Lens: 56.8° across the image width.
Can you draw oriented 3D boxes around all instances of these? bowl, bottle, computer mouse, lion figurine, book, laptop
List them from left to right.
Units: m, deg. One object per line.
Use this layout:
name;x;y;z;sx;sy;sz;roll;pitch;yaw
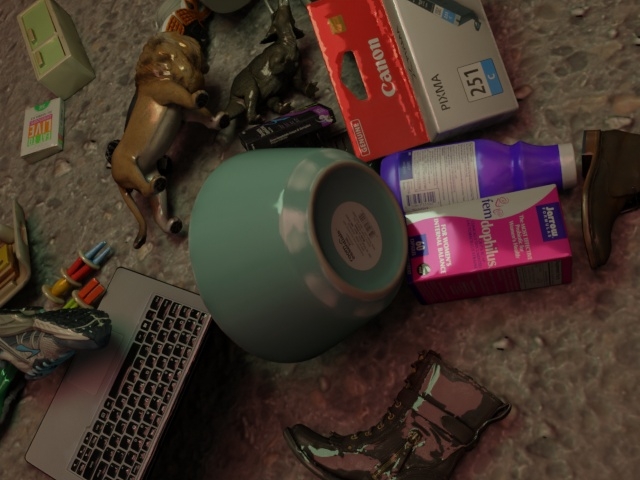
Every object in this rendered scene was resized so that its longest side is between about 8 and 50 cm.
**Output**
book;-0.646;-0.259;1.386;0.096;0.035;0.144;-18;61;11
laptop;-0.324;0.228;0.919;0.407;0.236;0.382;15;74;27
lion figurine;-0.311;-0.200;1.110;0.240;0.142;0.392;30;90;31
computer mouse;-0.345;-0.273;1.238;0.188;0.072;0.272;18;76;29
bowl;0.000;0.000;0.793;0.163;0.311;0.312;-19;58;46
bottle;0.236;-0.094;0.902;0.282;0.092;0.118;-7;77;20

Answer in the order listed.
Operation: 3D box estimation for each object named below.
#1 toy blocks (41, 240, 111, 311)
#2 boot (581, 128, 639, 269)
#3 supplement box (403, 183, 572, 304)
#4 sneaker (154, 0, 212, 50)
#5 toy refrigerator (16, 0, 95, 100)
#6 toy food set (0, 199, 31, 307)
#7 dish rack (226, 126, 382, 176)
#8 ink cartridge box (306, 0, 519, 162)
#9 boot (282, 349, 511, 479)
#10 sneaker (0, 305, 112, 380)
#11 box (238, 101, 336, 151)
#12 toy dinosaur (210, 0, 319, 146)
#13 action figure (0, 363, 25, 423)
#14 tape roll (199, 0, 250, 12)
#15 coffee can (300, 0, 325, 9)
toy blocks;-0.454;0.078;1.141;0.148;0.054;0.123;-44;54;0
boot;0.419;-0.064;0.820;0.106;0.082;0.219;0;66;26
supplement box;0.235;0.011;0.849;0.220;0.114;0.111;-11;64;16
sneaker;-0.317;-0.464;1.296;0.121;0.099;0.262;-15;46;30
toy refrigerator;-0.650;-0.477;1.442;0.102;0.094;0.269;-34;60;6
toy food set;-0.720;0.073;1.205;0.306;0.092;0.220;-41;44;3
dish rack;-0.025;-0.093;1.025;0.271;0.074;0.208;-22;62;13
ink cartridge box;0.142;-0.300;0.953;0.261;0.066;0.296;-18;84;-3
boot;0.102;0.254;0.827;0.263;0.091;0.229;24;74;25
sneaker;-0.470;0.182;1.039;0.283;0.110;0.122;0;94;30
box;-0.063;-0.200;1.054;0.162;0.029;0.116;-25;23;-6
toy dinosaur;-0.105;-0.306;1.144;0.313;0.121;0.160;-54;44;18
action figure;-0.611;0.270;1.122;0.137;0.063;0.232;-4;63;19
tape roll;-0.211;-0.609;1.181;0.169;0.246;0.246;40;87;14
coffee can;0.032;-0.523;1.112;0.201;0.201;0.275;-33;59;7
